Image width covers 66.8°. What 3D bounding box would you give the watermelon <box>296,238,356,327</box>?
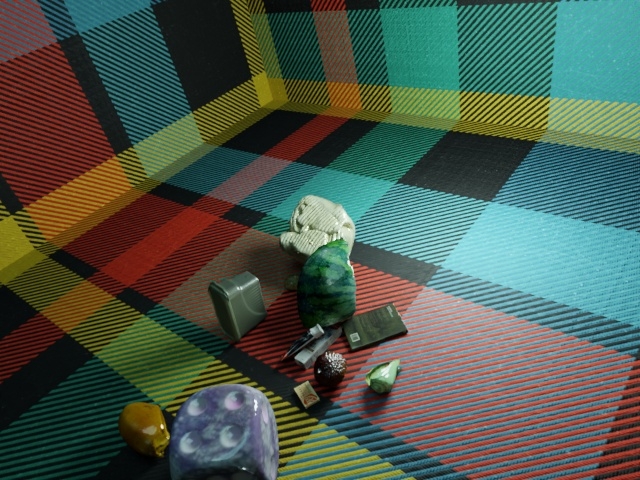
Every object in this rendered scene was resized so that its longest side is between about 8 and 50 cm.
[{"bbox_3d":[0.069,0.168,1.929,0.319,0.292,0.222,-20,12,-33],"label":"watermelon"}]

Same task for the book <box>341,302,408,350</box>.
[{"bbox_3d":[0.207,0.335,1.893,0.228,0.024,0.160,-18,37,-4],"label":"book"}]

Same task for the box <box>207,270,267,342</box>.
[{"bbox_3d":[-0.333,0.256,1.982,0.178,0.274,0.138,-33,41,-33],"label":"box"}]

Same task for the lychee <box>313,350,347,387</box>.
[{"bbox_3d":[0.037,0.453,1.719,0.129,0.123,0.123,-22,36,-25],"label":"lychee"}]

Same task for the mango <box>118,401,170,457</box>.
[{"bbox_3d":[-0.611,0.641,1.682,0.154,0.126,0.252,-28,36,-36],"label":"mango"}]

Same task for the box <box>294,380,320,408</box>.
[{"bbox_3d":[-0.048,0.544,1.711,0.058,0.015,0.093,-24,37,-16],"label":"box"}]

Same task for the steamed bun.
[{"bbox_3d":[0.000,0.000,2.228,0.347,0.237,0.394,-20,56,13],"label":"steamed bun"}]

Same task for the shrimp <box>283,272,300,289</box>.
[{"bbox_3d":[-0.097,0.198,2.169,0.184,0.043,0.091,19,55,46],"label":"shrimp"}]

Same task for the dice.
[{"bbox_3d":[-0.282,0.622,1.471,0.270,0.270,0.271,-11,37,5],"label":"dice"}]

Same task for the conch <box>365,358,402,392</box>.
[{"bbox_3d":[0.217,0.463,1.686,0.106,0.079,0.170,16,30,26],"label":"conch"}]

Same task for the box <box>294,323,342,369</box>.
[{"bbox_3d":[-0.005,0.402,1.863,0.055,0.039,0.218,19,47,40],"label":"box"}]

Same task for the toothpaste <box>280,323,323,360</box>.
[{"bbox_3d":[-0.076,0.392,1.844,0.193,0.045,0.071,-37,3,4],"label":"toothpaste"}]
